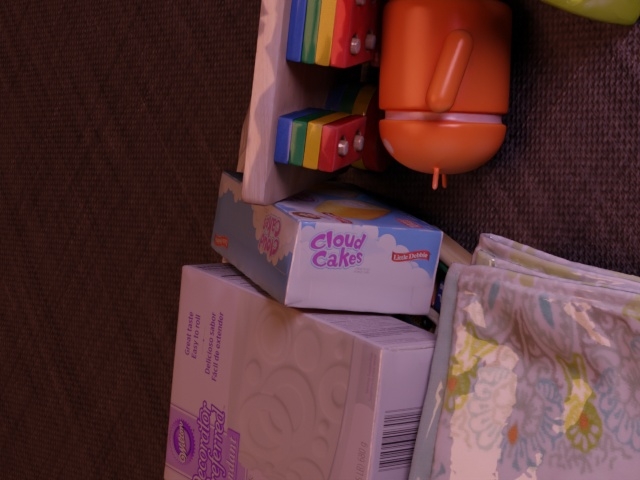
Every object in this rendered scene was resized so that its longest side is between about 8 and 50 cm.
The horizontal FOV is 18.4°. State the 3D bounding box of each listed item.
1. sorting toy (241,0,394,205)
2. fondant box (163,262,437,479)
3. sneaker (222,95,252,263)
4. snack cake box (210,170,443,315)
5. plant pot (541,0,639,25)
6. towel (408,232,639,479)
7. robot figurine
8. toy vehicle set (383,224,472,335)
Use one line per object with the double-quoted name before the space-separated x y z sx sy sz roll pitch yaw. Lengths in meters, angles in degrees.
"sorting toy" 0.022 -0.173 1.957 0.089 0.255 0.257 10 103 18
"fondant box" -0.020 0.173 1.952 0.330 0.096 0.238 20 109 50
"sneaker" -0.049 -0.070 2.181 0.118 0.110 0.292 -111 31 -63
"snack cake box" 0.000 0.000 1.991 0.264 0.152 0.089 -147 65 -67
"plant pot" 0.178 -0.337 1.730 0.227 0.207 0.228 46 128 45
"towel" 0.219 0.202 1.719 0.320 0.090 0.374 15 99 46
"robot figurine" 0.118 -0.159 1.887 0.158 0.128 0.219 7 96 56
"toy vehicle set" 0.147 0.115 1.927 0.267 0.035 0.166 41 123 49
